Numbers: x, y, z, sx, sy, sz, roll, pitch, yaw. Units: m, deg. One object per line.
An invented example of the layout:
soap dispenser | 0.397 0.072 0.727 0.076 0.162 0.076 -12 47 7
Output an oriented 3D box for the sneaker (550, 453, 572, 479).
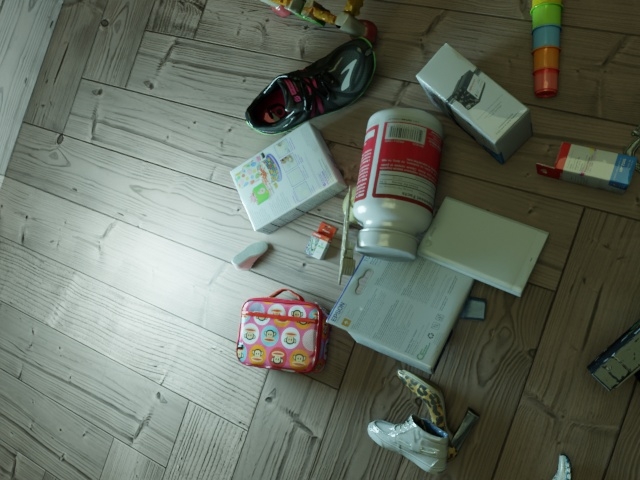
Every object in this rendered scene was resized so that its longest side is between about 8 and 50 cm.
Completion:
sneaker | 0.612 0.652 1.479 0.083 0.071 0.190 3 83 29

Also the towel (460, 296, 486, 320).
towel | 0.419 0.194 1.645 0.120 0.029 0.067 6 83 24

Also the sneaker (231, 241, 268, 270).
sneaker | -0.237 0.057 1.933 0.134 0.070 0.051 -31 59 -15

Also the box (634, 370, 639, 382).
box | 0.854 0.329 1.347 0.153 0.207 0.108 -37 70 13

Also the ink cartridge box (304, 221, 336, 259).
ink cartridge box | 0.000 0.000 1.847 0.063 0.029 0.115 25 93 24

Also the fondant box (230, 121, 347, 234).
fondant box | -0.110 -0.203 1.887 0.330 0.096 0.238 -29 72 15

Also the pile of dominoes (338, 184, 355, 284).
pile of dominoes | 0.089 -0.010 1.706 0.040 0.196 0.251 7 58 0

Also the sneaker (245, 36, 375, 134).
sneaker | -0.035 -0.473 1.819 0.483 0.202 0.185 -29 94 21

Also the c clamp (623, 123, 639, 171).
c clamp | 0.892 -0.240 1.514 0.160 0.022 0.137 45 100 22

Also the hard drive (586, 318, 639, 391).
hard drive | 0.798 0.222 1.371 0.339 0.237 0.064 -47 69 9

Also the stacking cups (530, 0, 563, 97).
stacking cups | 0.646 -0.573 1.637 0.096 0.096 0.316 3 88 23

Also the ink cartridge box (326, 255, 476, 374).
ink cartridge box | 0.237 0.174 1.637 0.330 0.071 0.324 20 65 26

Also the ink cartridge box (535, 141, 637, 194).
ink cartridge box | 0.708 -0.198 1.523 0.231 0.134 0.078 18 91 23

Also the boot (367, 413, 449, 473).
boot | 0.249 0.537 1.597 0.258 0.095 0.123 18 109 38

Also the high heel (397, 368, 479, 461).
high heel | 0.295 0.503 1.620 0.261 0.093 0.186 32 98 21

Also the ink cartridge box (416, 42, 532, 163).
ink cartridge box | 0.440 -0.384 1.613 0.129 0.223 0.307 -46 68 11

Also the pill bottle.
pill bottle | 0.220 -0.155 1.643 0.229 0.229 0.407 5 76 23

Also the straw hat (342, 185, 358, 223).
straw hat | 0.128 -0.120 1.794 0.145 0.061 0.144 -4 80 23

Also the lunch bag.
lunch bag | -0.115 0.283 1.813 0.293 0.120 0.258 2 79 21

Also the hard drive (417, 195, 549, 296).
hard drive | 0.459 0.011 1.616 0.308 0.040 0.203 23 71 23

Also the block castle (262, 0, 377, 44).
block castle | 0.028 -0.851 1.867 0.453 0.213 0.302 32 107 30
